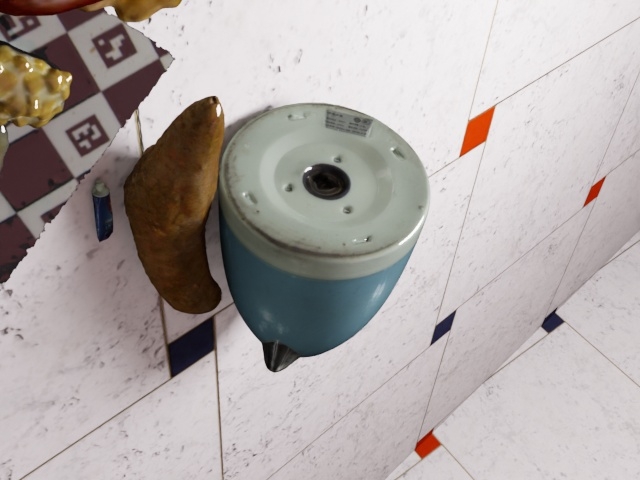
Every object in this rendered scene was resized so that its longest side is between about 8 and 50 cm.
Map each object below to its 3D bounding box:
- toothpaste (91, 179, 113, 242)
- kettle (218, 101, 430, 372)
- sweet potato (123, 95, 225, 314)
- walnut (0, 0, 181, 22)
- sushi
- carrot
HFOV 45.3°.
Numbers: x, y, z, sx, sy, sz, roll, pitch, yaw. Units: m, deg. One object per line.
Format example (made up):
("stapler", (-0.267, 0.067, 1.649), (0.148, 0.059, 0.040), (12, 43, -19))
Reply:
("toothpaste", (-0.238, -0.033, 0.837), (0.027, 0.019, 0.083), (-58, 164, -44))
("kettle", (0.000, 0.000, 1.032), (0.342, 0.247, 0.319), (101, 12, -52))
("sweet potato", (-0.162, -0.036, 0.852), (0.341, 0.114, 0.092), (101, 6, -48))
("walnut", (-0.128, -0.263, 0.508), (0.269, 0.221, 0.244), (-34, 152, 14))
("sushi", (-0.290, -0.086, 0.566), (0.292, 0.059, 0.294), (31, 97, -43))
("carrot", (-0.293, -0.090, 0.646), (0.298, 0.078, 0.078), (-40, 150, -11))
